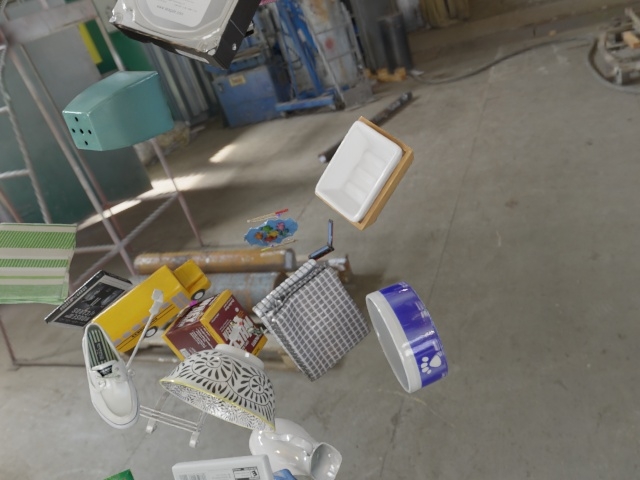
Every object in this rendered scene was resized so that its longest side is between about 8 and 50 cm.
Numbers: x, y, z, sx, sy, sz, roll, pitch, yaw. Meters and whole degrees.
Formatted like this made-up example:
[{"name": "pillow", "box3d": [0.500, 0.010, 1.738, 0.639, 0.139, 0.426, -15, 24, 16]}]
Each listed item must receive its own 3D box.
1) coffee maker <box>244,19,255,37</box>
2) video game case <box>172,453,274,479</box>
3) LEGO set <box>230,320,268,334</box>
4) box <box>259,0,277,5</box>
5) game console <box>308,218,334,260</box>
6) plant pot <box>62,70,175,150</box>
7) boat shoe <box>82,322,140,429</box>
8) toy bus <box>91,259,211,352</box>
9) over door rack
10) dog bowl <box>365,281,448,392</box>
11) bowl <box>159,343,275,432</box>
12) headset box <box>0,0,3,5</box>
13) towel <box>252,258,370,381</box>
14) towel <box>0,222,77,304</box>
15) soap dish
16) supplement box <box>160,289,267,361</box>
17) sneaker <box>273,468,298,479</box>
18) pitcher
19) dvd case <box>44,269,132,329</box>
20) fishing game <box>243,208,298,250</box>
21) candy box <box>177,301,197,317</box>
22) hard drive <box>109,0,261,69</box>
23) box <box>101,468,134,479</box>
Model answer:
[{"name": "coffee maker", "box3d": [-0.295, -0.610, 1.583, 0.178, 0.120, 0.171, -31, 44, -13]}, {"name": "video game case", "box3d": [-0.148, 0.448, 0.919, 0.191, 0.173, 0.022, -16, -1, 24]}, {"name": "LEGO set", "box3d": [-0.157, 0.195, 1.205, 0.083, 0.023, 0.054, 11, -4, 14]}, {"name": "box", "box3d": [-0.088, -0.620, 1.213, 0.248, 0.141, 0.163, -3, 8, 22]}, {"name": "game console", "box3d": [0.000, 0.000, 1.735, 0.124, 0.085, 0.144, -29, 4, 0]}, {"name": "plant pot", "box3d": [-0.553, -0.339, 1.494, 0.166, 0.165, 0.234, 10, 37, 30]}, {"name": "boat shoe", "box3d": [-0.429, 0.267, 1.101, 0.083, 0.075, 0.226, -25, 63, -26]}, {"name": "toy bus", "box3d": [-0.496, 0.184, 1.645, 0.333, 0.130, 0.108, -39, 64, -10]}, {"name": "over door rack", "box3d": [-0.355, 0.315, 1.369, 0.240, 0.108, 0.324, 19, 68, -1]}, {"name": "dog bowl", "box3d": [0.214, 0.241, 1.394, 0.104, 0.264, 0.265, -22, 27, -6]}, {"name": "bowl", "box3d": [-0.127, 0.195, 0.764, 0.170, 0.170, 0.080, 1, 56, 34]}, {"name": "headset box", "box3d": [-0.495, -0.413, 0.794, 0.293, 0.110, 0.217, -37, 42, 35]}, {"name": "towel", "box3d": [-0.013, 0.222, 1.531, 0.235, 0.283, 0.121, -39, 29, -14]}, {"name": "towel", "box3d": [-0.843, 0.060, 1.589, 0.248, 0.038, 0.324, 2, 40, -17]}, {"name": "soap dish", "box3d": [0.140, -0.207, 1.732, 0.229, 0.290, 0.118, 41, 17, 33]}, {"name": "supplement box", "box3d": [-0.292, 0.270, 1.533, 0.194, 0.191, 0.129, -24, 19, 35]}, {"name": "sneaker", "box3d": [0.003, 0.574, 1.109, 0.330, 0.129, 0.147, 34, 29, 29]}, {"name": "pitcher", "box3d": [-0.077, 0.480, 1.294, 0.207, 0.177, 0.125, 5, 49, 38]}, {"name": "dvd case", "box3d": [-0.760, 0.200, 1.827, 0.239, 0.179, 0.029, -42, 72, -2]}, {"name": "fishing game", "box3d": [-0.163, -0.020, 1.850, 0.189, 0.264, 0.041, -15, 67, -6]}, {"name": "candy box", "box3d": [-0.466, 0.345, 1.997, 0.071, 0.233, 0.159, -4, 50, -7]}, {"name": "hard drive", "box3d": [-0.192, -0.483, 0.947, 0.237, 0.064, 0.338, 25, 87, 21]}, {"name": "box", "box3d": [-0.523, 0.652, 1.381, 0.105, 0.179, 0.043, -13, 48, -33]}]
